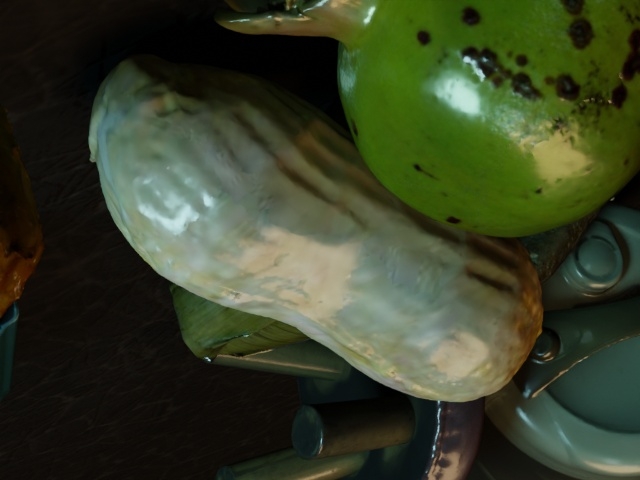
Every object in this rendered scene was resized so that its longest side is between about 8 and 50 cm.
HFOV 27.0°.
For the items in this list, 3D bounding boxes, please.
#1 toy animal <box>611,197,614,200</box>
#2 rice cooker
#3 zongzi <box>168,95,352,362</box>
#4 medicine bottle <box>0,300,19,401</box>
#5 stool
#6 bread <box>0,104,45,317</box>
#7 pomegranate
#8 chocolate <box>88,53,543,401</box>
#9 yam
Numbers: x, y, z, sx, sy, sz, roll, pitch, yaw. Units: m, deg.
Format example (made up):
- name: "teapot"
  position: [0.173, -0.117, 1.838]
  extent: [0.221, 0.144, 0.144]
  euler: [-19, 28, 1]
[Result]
- name: "toy animal"
  position: [0.247, -0.080, 1.206]
  extent: [0.220, 0.069, 0.086]
  euler: [-17, 149, -45]
- name: "rice cooker"
  position: [0.291, 0.138, 1.500]
  extent: [0.335, 0.335, 0.325]
  euler: [-18, 163, -20]
- name: "zongzi"
  position: [0.060, -0.012, 1.037]
  extent: [0.300, 0.138, 0.286]
  euler: [-9, 161, -43]
- name: "medicine bottle"
  position: [-0.279, 0.081, 0.953]
  extent: [0.124, 0.079, 0.258]
  euler: [-16, 162, -23]
- name: "stool"
  position: [0.013, 0.141, 1.267]
  extent: [0.178, 0.272, 0.272]
  euler: [5, 151, -31]
- name: "bread"
  position: [-0.304, 0.030, 0.569]
  extent: [0.380, 0.185, 0.109]
  euler: [-25, 157, 7]
- name: "pomegranate"
  position: [0.071, -0.097, 0.695]
  extent: [0.246, 0.198, 0.198]
  euler: [-9, 163, -5]
- name: "chocolate"
  position: [0.000, 0.000, 0.780]
  extent: [0.309, 0.134, 0.134]
  euler: [32, 135, -20]
- name: "yam"
  position: [0.192, 0.039, 1.340]
  extent: [0.253, 0.061, 0.061]
  euler: [-47, 173, -21]
